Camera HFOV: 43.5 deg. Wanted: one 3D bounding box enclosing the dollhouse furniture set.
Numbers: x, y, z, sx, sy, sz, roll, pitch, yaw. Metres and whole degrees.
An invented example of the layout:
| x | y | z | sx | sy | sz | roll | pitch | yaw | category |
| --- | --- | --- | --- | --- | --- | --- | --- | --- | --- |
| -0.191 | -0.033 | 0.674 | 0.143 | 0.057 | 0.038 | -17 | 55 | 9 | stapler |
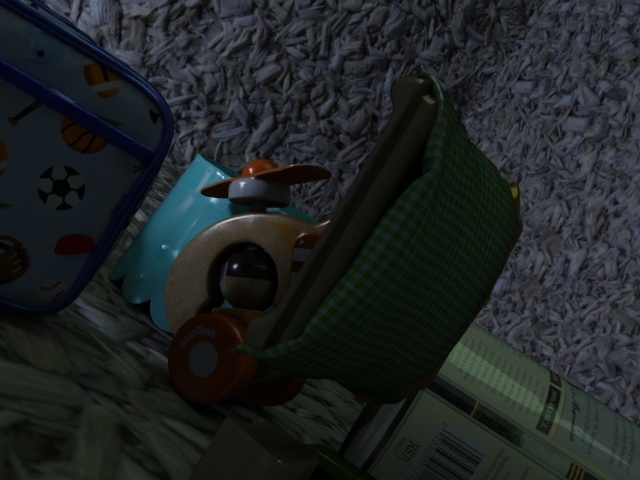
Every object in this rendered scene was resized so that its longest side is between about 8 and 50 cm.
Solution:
| x | y | z | sx | sy | sz | roll | pitch | yaw | category |
| --- | --- | --- | --- | --- | --- | --- | --- | --- | --- |
| 0.056 | 0.098 | 0.420 | 0.151 | 0.302 | 0.197 | 31 | 0 | 24 | dollhouse furniture set |

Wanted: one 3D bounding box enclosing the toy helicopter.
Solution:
| x | y | z | sx | sy | sz | roll | pitch | yaw | category |
| --- | --- | --- | --- | --- | --- | --- | --- | --- | --- |
| 0.000 | 0.000 | 0.766 | 0.140 | 0.355 | 0.235 | 25 | 42 | -62 | toy helicopter |

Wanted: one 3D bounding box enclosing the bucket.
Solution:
| x | y | z | sx | sy | sz | roll | pitch | yaw | category |
| --- | --- | --- | --- | --- | --- | --- | --- | --- | --- |
| -0.094 | 0.030 | 0.995 | 0.281 | 0.183 | 0.281 | 32 | 4 | -2 | bucket |

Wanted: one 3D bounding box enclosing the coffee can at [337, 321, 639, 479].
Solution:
| x | y | z | sx | sy | sz | roll | pitch | yaw | category |
| --- | --- | --- | --- | --- | --- | --- | --- | --- | --- |
| 0.171 | 0.209 | 0.716 | 0.275 | 0.202 | 0.201 | 33 | 4 | 5 | coffee can |

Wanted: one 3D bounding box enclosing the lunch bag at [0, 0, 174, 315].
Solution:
| x | y | z | sx | sy | sz | roll | pitch | yaw | category |
| --- | --- | --- | --- | --- | --- | --- | --- | --- | --- |
| -0.285 | -0.100 | 0.658 | 0.303 | 0.243 | 0.115 | 32 | 3 | -14 | lunch bag |
